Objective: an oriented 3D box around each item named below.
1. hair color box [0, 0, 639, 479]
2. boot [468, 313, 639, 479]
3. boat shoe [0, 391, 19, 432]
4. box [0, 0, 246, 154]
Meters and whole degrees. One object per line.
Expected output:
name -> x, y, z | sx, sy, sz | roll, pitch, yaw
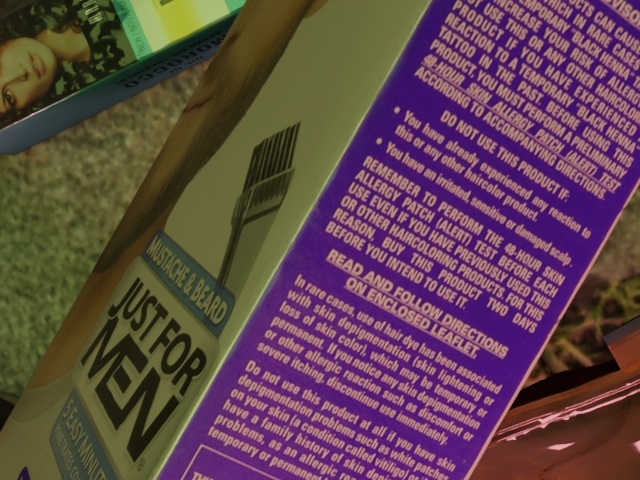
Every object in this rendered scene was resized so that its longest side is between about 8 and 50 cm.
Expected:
hair color box -> 0.000, 0.000, 0.428 | 0.110, 0.185, 0.339 | 31, 90, -23
boot -> 0.123, 0.104, 0.491 | 0.219, 0.082, 0.106 | -41, 75, 38
boat shoe -> -0.087, 0.196, 0.560 | 0.335, 0.095, 0.112 | 34, 98, 8
box -> -0.082, -0.138, 0.564 | 0.244, 0.060, 0.100 | -25, 87, 11
